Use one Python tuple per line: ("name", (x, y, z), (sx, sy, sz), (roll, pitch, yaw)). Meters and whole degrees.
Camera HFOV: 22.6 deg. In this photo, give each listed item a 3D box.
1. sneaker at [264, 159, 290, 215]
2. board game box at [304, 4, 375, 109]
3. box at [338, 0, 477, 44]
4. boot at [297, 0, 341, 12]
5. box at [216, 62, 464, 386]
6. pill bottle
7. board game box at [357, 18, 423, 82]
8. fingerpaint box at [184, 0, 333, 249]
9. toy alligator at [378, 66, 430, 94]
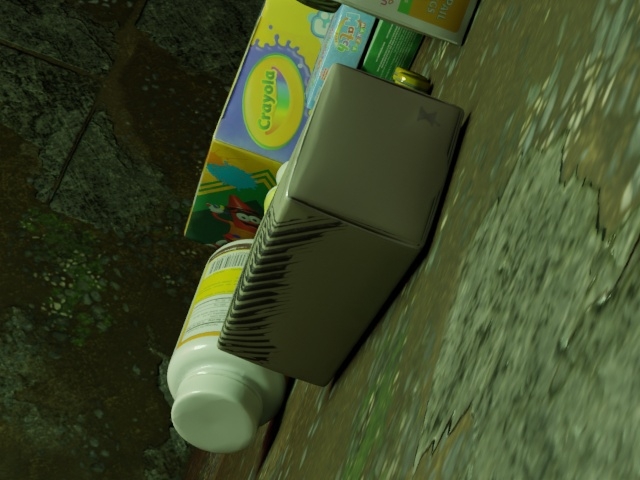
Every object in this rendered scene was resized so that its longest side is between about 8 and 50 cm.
("sneaker", (0.000, 0.000, 1.425), (0.240, 0.091, 0.126), (133, 139, -79))
("board game box", (0.027, -0.212, 1.650), (0.211, 0.039, 0.160), (-92, 22, -82))
("box", (0.074, -0.226, 1.267), (0.203, 0.103, 0.114), (-94, 24, -80))
("boot", (0.032, -0.362, 1.384), (0.269, 0.089, 0.236), (-55, -32, -15))
("box", (0.006, -0.001, 1.099), (0.275, 0.094, 0.113), (117, 172, -62))
("pill bottle", (-0.081, 0.105, 1.577), (0.215, 0.117, 0.117), (-74, 6, -49))
("board game box", (0.087, -0.245, 1.616), (0.317, 0.046, 0.213), (115, 175, -48))
("fingerpaint box", (-0.018, -0.229, 2.111), (0.371, 0.163, 0.445), (118, 171, -68))
("toy alligator", (0.056, -0.108, 1.283), (0.190, 0.051, 0.056), (-87, 18, -77))
